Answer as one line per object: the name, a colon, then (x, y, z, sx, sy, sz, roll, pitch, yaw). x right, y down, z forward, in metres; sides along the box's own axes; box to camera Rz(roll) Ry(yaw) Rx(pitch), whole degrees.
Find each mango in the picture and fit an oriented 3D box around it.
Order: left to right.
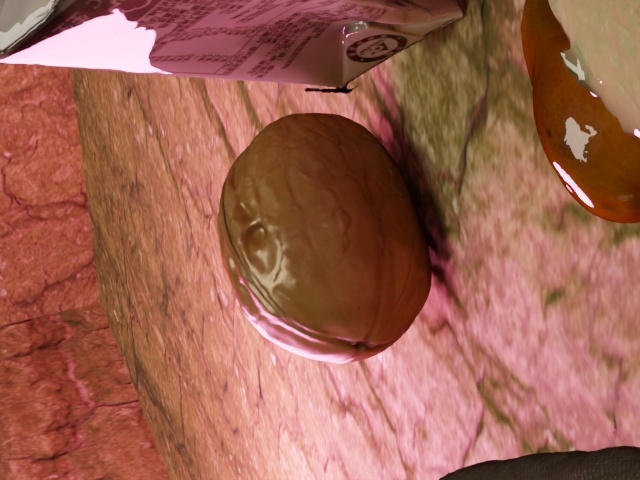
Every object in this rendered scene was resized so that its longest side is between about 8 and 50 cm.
mango: (0.150, -0.072, 0.832, 0.159, 0.084, 0.105, -90, -17, -51)

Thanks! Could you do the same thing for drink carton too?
drink carton: (-0.072, -0.212, 1.037, 0.132, 0.325, 0.194, -27, 73, 38)

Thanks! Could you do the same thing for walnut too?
walnut: (0.000, 0.000, 1.286, 0.165, 0.165, 0.197, 103, 158, -58)

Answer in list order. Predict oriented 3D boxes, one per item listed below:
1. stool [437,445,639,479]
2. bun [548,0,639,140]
stool: (0.199, 0.206, 0.613, 0.310, 0.226, 0.310, 150, 106, -73)
bun: (0.167, -0.148, 0.561, 0.259, 0.152, 0.259, 169, 90, -78)
